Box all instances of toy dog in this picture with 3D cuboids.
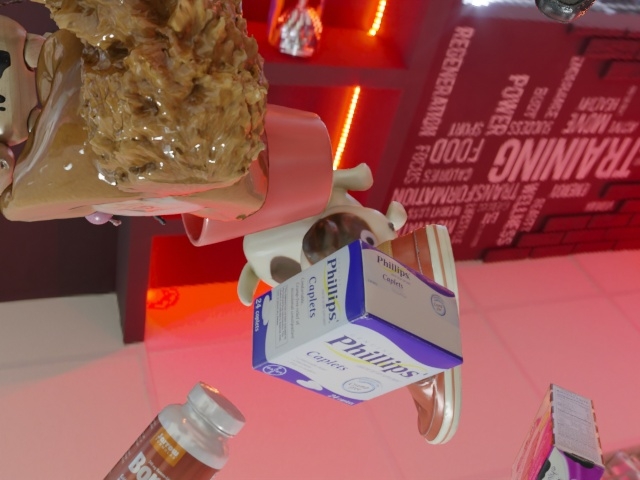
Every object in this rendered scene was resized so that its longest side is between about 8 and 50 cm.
[{"bbox_3d":[0.000,0.000,1.505,0.395,0.285,0.408,-37,-154,-16],"label":"toy dog"}]

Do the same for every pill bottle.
[{"bbox_3d":[-0.209,0.313,0.993,0.121,0.121,0.216,37,-96,25],"label":"pill bottle"}]

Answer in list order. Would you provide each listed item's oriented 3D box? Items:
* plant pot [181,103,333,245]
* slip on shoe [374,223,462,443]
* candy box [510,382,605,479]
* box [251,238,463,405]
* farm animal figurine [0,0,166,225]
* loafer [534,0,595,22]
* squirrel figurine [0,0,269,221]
[{"bbox_3d":[-0.122,-0.135,1.276,0.243,0.275,0.275,-5,-137,-21],"label":"plant pot"},{"bbox_3d":[0.119,0.126,0.862,0.101,0.331,0.123,-7,-144,6],"label":"slip on shoe"},{"bbox_3d":[0.321,0.315,0.968,0.071,0.159,0.233,23,-166,14],"label":"candy box"},{"bbox_3d":[0.031,0.078,0.608,0.126,0.137,0.072,28,-134,-35],"label":"box"},{"bbox_3d":[-0.393,-0.147,0.918,0.330,0.327,0.172,-6,-161,15],"label":"farm animal figurine"},{"bbox_3d":[0.261,-0.306,0.631,0.076,0.223,0.078,27,178,3],"label":"loafer"},{"bbox_3d":[-0.173,-0.220,0.685,0.281,0.397,0.370,-1,-95,-21],"label":"squirrel figurine"}]
